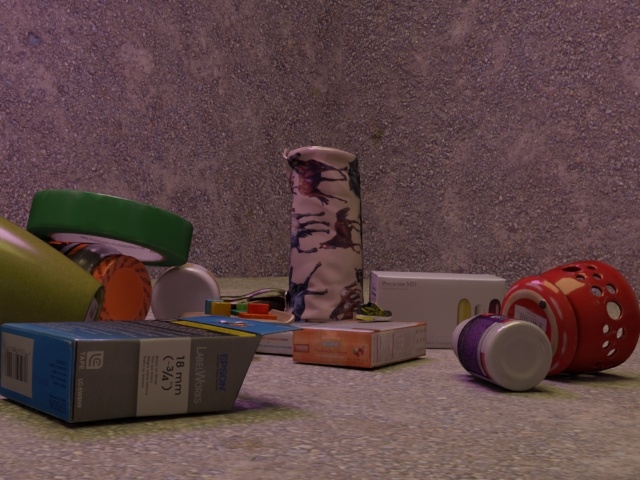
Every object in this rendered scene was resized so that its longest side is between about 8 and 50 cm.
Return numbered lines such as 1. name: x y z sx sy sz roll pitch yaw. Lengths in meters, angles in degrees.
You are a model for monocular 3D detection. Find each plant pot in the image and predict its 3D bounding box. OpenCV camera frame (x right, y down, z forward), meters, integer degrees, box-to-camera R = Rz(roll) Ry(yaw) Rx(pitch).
1. plant pot: 0.411 0.138 1.861 0.174 0.191 0.191 -10 7 -32
2. plant pot: -0.511 0.090 1.784 0.293 0.275 0.275 17 2 1

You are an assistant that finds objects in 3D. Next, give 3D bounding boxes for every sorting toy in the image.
1. sorting toy: -0.162 0.137 2.095 0.196 0.047 0.348 -1 1 -17

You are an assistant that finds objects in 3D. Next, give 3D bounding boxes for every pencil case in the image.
1. pencil case: 0.000 0.000 2.372 0.183 0.410 0.160 -2 -10 9

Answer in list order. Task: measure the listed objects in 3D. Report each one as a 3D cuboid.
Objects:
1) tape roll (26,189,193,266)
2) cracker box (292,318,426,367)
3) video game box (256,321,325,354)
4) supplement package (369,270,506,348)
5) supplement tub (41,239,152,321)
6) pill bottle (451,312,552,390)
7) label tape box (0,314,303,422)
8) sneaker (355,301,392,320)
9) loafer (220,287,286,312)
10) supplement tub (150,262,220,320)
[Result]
1. tape roll: -0.416 -0.020 2.194 0.321 0.077 0.321 9 -12 2
2. cracker box: 0.073 0.181 1.971 0.156 0.067 0.232 1 0 30
3. video game box: -0.074 0.183 2.110 0.187 0.048 0.205 4 2 27
4. supplement package: 0.235 0.140 2.279 0.262 0.145 0.204 1 1 -2
5. supplement tub: -0.497 0.097 2.157 0.316 0.193 0.193 3 2 31
6. pill bottle: 0.278 0.171 1.746 0.108 0.108 0.193 1 1 -14
7. label tape box: -0.225 0.164 1.471 0.334 0.106 0.240 1 1 -36
8. sneaker: 0.100 0.129 2.016 0.083 0.035 0.031 1 1 -43
9. loafer: -0.161 0.166 2.504 0.220 0.080 0.078 -8 25 -6
10. supplement tub: -0.286 0.123 2.361 0.144 0.144 0.200 2 1 -5
